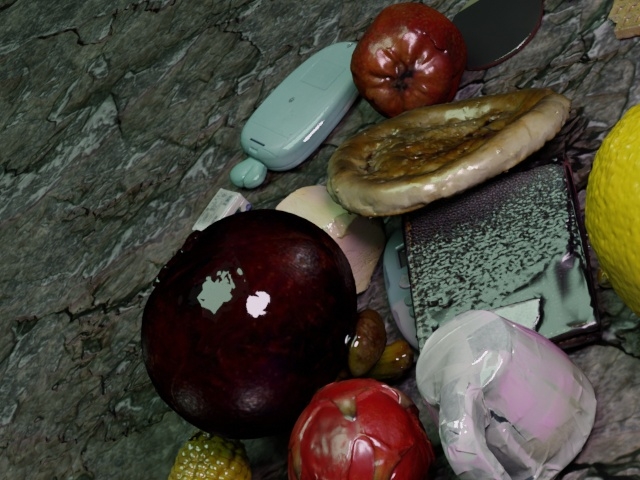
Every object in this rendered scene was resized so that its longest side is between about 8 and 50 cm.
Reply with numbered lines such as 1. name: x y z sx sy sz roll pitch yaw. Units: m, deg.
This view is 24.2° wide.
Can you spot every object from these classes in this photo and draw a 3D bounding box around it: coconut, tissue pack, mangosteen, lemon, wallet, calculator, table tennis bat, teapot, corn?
1. coconut: 0.000 0.000 1.996 0.152 0.147 0.147 25 73 45
2. tissue pack: -0.151 -0.034 2.282 0.062 0.042 0.083 17 67 51
3. mangosteen: -0.073 0.112 1.808 0.297 0.293 0.297 -31 20 12
4. lemon: 0.404 -0.020 1.482 0.268 0.268 0.322 -46 30 -1
5. wallet: 0.208 0.028 1.763 0.221 0.071 0.262 -15 53 15
6. calculator: 0.164 0.026 1.886 0.185 0.041 0.299 -31 38 20
7. table tennis bat: 0.252 -0.350 2.208 0.154 0.021 0.274 -30 39 21
8. calculator: -0.036 -0.197 2.331 0.295 0.042 0.184 -49 34 -8
9. teapot: 0.174 0.184 1.585 0.163 0.178 0.221 -1 55 47
10. corn: -0.159 0.372 1.807 0.106 0.106 0.305 -15 44 37

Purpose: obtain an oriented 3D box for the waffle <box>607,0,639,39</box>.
1. waffle: 0.431 -0.324 1.989 0.092 0.021 0.135 -4 50 42

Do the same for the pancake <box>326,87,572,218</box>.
1. pancake: 0.161 -0.125 1.911 0.356 0.065 0.356 -16 15 4

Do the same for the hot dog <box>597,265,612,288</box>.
1. hot dog: 0.351 0.024 1.696 0.090 0.034 0.030 -26 38 28

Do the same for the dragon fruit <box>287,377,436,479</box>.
1. dragon fruit: 0.046 0.244 1.671 0.172 0.172 0.209 -28 38 23

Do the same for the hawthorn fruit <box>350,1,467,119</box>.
1. hawthorn fruit: 0.126 -0.254 2.133 0.173 0.173 0.179 -49 8 -6
